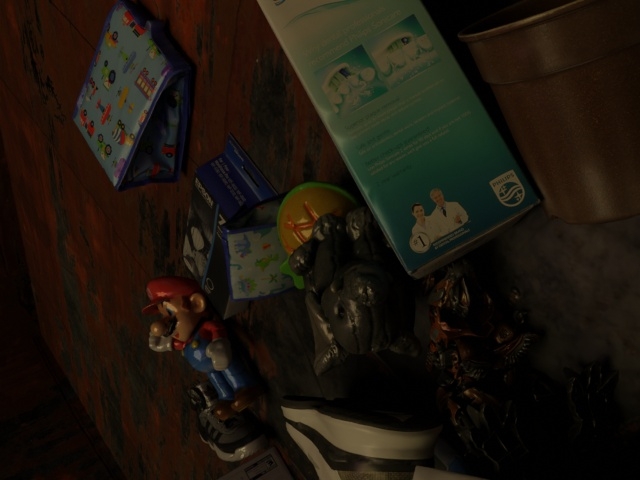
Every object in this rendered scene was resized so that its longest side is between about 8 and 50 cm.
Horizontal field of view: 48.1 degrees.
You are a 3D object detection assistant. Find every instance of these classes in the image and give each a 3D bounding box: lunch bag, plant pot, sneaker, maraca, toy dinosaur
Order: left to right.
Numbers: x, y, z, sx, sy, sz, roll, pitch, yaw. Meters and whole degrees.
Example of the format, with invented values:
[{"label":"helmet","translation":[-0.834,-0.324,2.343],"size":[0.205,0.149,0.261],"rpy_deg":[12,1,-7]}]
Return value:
[{"label":"lunch bag","translation":[-0.336,-0.276,1.311],"size":[0.221,0.138,0.293],"rpy_deg":[52,137,27]},{"label":"sneaker","translation":[-0.215,0.377,1.556],"size":[0.268,0.101,0.153],"rpy_deg":[-1,111,60]},{"label":"lunch bag","translation":[-0.074,0.011,1.058],"size":[0.096,0.151,0.129],"rpy_deg":[32,136,43]},{"label":"maraca","translation":[0.000,0.000,0.978],"size":[0.127,0.099,0.186],"rpy_deg":[16,128,10]},{"label":"sneaker","translation":[0.033,0.340,0.940],"size":[0.447,0.169,0.258],"rpy_deg":[137,136,-77]},{"label":"toy dinosaur","translation":[0.199,0.173,0.801],"size":[0.322,0.164,0.218],"rpy_deg":[55,167,-17]},{"label":"plant pot","translation":[0.211,-0.112,0.552],"size":[0.167,0.167,0.165],"rpy_deg":[3,121,56]}]

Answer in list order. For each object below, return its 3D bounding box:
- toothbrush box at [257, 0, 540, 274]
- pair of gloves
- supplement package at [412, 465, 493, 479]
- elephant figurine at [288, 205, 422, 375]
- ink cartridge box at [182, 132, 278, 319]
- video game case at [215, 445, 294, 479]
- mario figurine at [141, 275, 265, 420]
[{"label":"toothbrush box","translation":[0.069,-0.120,0.687],"size":[0.296,0.126,0.216],"rpy_deg":[61,-174,9]},{"label":"pair of gloves","translation":[0.211,0.302,0.940],"size":[0.159,0.023,0.198],"rpy_deg":[53,147,21]},{"label":"supplement package","translation":[0.196,0.377,0.698],"size":[0.199,0.198,0.263],"rpy_deg":[2,145,31]},{"label":"elephant figurine","translation":[0.042,0.080,0.825],"size":[0.186,0.169,0.239],"rpy_deg":[39,-160,-24]},{"label":"ink cartridge box","translation":[-0.168,-0.015,1.271],"size":[0.165,0.065,0.333],"rpy_deg":[51,145,24]},{"label":"video game case","translation":[-0.145,0.587,1.429],"size":[0.244,0.269,0.061],"rpy_deg":[56,148,17]},{"label":"mario figurine","translation":[-0.264,0.219,1.451],"size":[0.198,0.170,0.321],"rpy_deg":[-36,85,14]}]
